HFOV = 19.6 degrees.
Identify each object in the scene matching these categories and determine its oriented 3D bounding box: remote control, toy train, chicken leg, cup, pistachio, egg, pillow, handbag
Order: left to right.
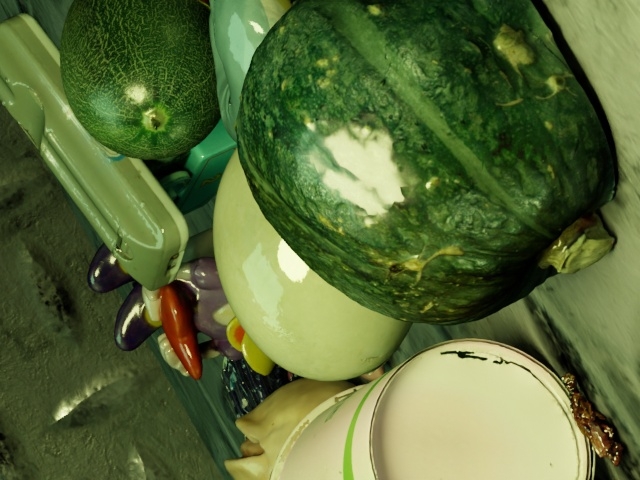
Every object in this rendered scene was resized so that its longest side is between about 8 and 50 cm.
[{"bbox_3d":[-0.262,-0.095,2.032,0.335,0.065,0.128,52,152,19],"label":"remote control"},{"bbox_3d":[-0.173,-0.093,2.128,0.112,0.163,0.203,59,152,9],"label":"toy train"},{"bbox_3d":[-0.069,-0.190,1.743,0.233,0.086,0.214,85,164,-59],"label":"pillow"},{"bbox_3d":[-0.060,0.228,2.501,0.162,0.113,0.260,105,143,-62],"label":"handbag"},{"bbox_3d":[-0.002,0.259,2.197,0.318,0.214,0.193,110,175,-85],"label":"pistachio"},{"bbox_3d":[0.000,0.000,1.616,0.186,0.186,0.253,-168,65,-74],"label":"egg"},{"bbox_3d":[0.100,0.208,1.598,0.253,0.253,0.274,59,158,12],"label":"cup"},{"bbox_3d":[0.214,0.144,1.465,0.083,0.021,0.036,61,178,27],"label":"chicken leg"}]

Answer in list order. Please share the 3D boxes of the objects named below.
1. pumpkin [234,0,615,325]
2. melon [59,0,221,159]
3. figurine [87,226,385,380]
[{"bbox_3d":[0.056,-0.053,1.290,0.263,0.197,0.293,54,167,22],"label":"pumpkin"},{"bbox_3d":[-0.181,-0.184,1.923,0.287,0.182,0.182,-101,-5,-53],"label":"melon"},{"bbox_3d":[-0.100,0.070,2.129,0.421,0.193,0.154,24,138,54],"label":"figurine"}]
